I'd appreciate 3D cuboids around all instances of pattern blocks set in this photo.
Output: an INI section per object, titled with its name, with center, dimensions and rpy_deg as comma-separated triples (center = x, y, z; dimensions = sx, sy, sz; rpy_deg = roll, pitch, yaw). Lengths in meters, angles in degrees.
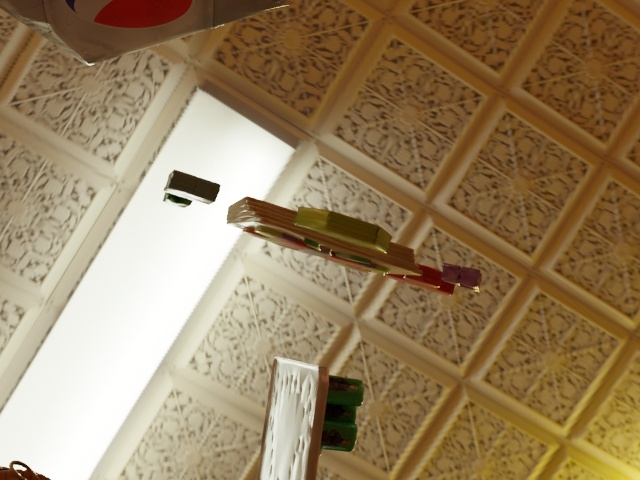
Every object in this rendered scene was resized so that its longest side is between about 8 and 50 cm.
[pattern blocks set]
center = 0.000, 0.000, 1.029
dimensions = 0.325, 0.285, 0.026
rpy_deg = 17, -96, -3

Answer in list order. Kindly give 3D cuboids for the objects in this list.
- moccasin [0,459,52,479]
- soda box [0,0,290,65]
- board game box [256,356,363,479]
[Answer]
[moccasin]
center = -0.380, 0.346, 1.332
dimensions = 0.139, 0.380, 0.147
rpy_deg = 41, -111, -11
[soda box]
center = -0.076, -0.221, 0.417
dimensions = 0.098, 0.091, 0.286
rpy_deg = -12, -112, 24
[board game box]
center = -0.033, 0.326, 1.132
dimensions = 0.050, 0.390, 0.390
rpy_deg = 9, -96, -8
